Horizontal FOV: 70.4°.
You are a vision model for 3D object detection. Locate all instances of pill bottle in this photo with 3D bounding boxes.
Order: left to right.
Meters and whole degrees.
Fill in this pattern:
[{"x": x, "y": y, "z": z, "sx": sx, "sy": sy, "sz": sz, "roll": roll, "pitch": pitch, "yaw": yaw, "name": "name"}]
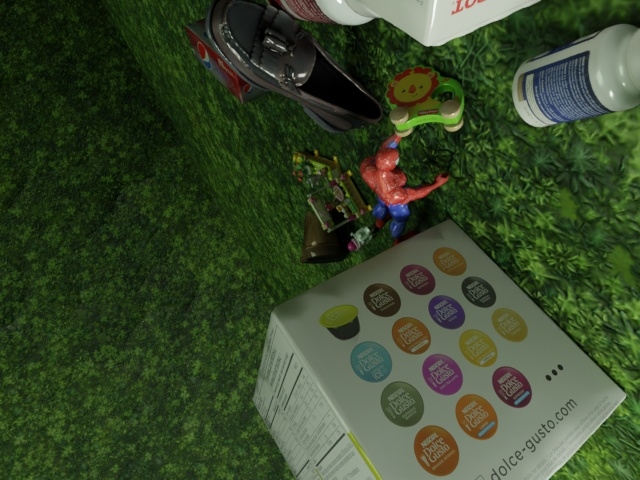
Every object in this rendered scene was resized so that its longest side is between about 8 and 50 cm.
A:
[{"x": 0.018, "y": -0.333, "z": 0.557, "sx": 0.221, "sy": 0.121, "sz": 0.121, "roll": 38, "pitch": 151, "yaw": 48, "name": "pill bottle"}, {"x": 0.231, "y": -0.139, "z": 0.382, "sx": 0.067, "sy": 0.067, "sz": 0.120, "roll": 65, "pitch": 161, "yaw": -13, "name": "pill bottle"}]

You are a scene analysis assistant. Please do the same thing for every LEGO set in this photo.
[{"x": 0.000, "y": -0.102, "z": 0.958, "sx": 0.287, "sy": 0.107, "sz": 0.132, "roll": 52, "pitch": 160, "yaw": 22, "name": "LEGO set"}]

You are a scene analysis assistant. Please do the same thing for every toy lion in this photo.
[{"x": 0.129, "y": -0.181, "z": 0.570, "sx": 0.100, "sy": 0.096, "sz": 0.034, "roll": 0, "pitch": 155, "yaw": 26, "name": "toy lion"}]

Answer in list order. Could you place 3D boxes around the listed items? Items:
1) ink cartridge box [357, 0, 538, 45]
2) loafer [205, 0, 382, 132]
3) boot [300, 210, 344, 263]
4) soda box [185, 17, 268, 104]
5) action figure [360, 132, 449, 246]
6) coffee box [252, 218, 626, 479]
[{"x": 0.117, "y": -0.283, "z": 0.299, "sx": 0.100, "sy": 0.171, "sz": 0.237, "roll": 49, "pitch": 158, "yaw": 31, "name": "ink cartridge box"}, {"x": -0.018, "y": -0.247, "z": 0.649, "sx": 0.095, "sy": 0.109, "sz": 0.302, "roll": 14, "pitch": 174, "yaw": 42, "name": "loafer"}, {"x": 0.000, "y": 0.000, "z": 1.137, "sx": 0.305, "sy": 0.112, "sz": 0.115, "roll": 111, "pitch": 151, "yaw": -80, "name": "boot"}, {"x": -0.219, "y": -0.434, "z": 1.072, "sx": 0.263, "sy": 0.083, "sz": 0.092, "roll": 47, "pitch": 158, "yaw": 32, "name": "soda box"}, {"x": 0.136, "y": -0.088, "z": 0.693, "sx": 0.091, "sy": 0.139, "sz": 0.280, "roll": 49, "pitch": -179, "yaw": 21, "name": "action figure"}, {"x": 0.129, "y": 0.237, "z": 0.687, "sx": 0.334, "sy": 0.337, "sz": 0.338, "roll": 52, "pitch": 149, "yaw": 25, "name": "coffee box"}]
